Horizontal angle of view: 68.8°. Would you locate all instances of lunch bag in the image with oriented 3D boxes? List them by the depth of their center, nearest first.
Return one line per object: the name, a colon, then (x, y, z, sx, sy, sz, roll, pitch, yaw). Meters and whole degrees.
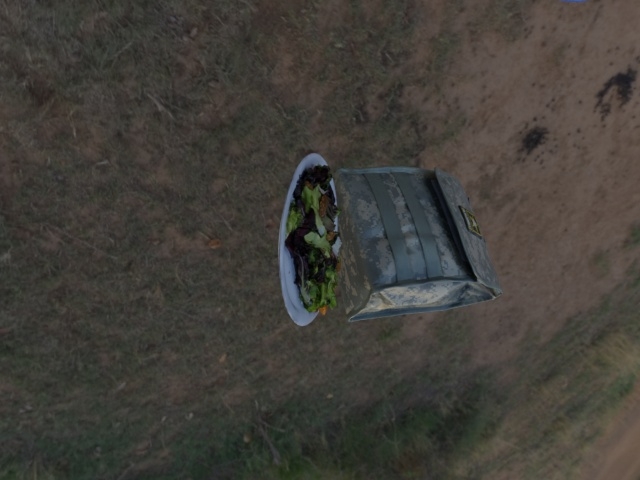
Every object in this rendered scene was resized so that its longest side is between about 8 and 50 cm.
lunch bag: (0.171, -0.001, 0.820, 0.287, 0.235, 0.169, -4, 153, -19)

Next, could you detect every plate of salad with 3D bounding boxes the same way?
plate of salad: (0.000, 0.000, 0.543, 0.048, 0.200, 0.200, 5, 137, 18)
